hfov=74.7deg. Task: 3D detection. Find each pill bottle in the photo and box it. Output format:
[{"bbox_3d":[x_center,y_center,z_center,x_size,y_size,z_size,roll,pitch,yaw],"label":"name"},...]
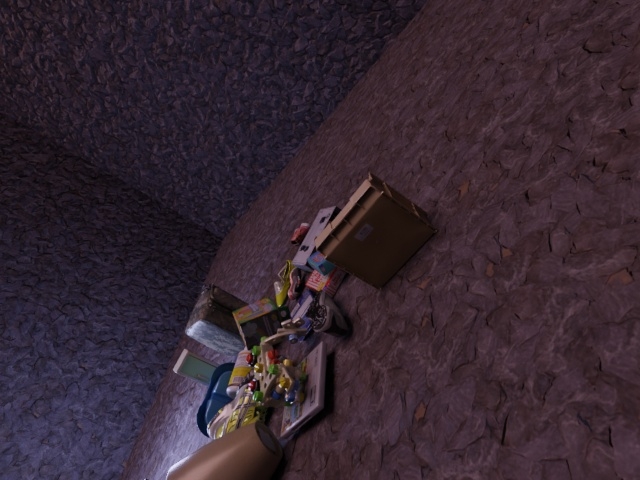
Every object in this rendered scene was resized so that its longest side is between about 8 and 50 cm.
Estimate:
[{"bbox_3d":[-0.286,0.517,1.664,0.117,0.117,0.214,-39,26,41],"label":"pill bottle"}]

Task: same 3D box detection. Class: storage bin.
[{"bbox_3d":[0.155,-0.024,1.240,0.262,0.261,0.123,-50,25,21],"label":"storage bin"}]

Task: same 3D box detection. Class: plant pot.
[{"bbox_3d":[-0.253,0.673,1.224,0.274,0.256,0.256,-41,20,-2],"label":"plant pot"}]

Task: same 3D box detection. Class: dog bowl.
[{"bbox_3d":[-0.389,0.641,1.675,0.074,0.166,0.297,-52,17,51],"label":"dog bowl"}]

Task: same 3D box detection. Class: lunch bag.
[{"bbox_3d":[-0.470,0.373,2.037,0.213,0.305,0.255,-42,26,35],"label":"lunch bag"}]

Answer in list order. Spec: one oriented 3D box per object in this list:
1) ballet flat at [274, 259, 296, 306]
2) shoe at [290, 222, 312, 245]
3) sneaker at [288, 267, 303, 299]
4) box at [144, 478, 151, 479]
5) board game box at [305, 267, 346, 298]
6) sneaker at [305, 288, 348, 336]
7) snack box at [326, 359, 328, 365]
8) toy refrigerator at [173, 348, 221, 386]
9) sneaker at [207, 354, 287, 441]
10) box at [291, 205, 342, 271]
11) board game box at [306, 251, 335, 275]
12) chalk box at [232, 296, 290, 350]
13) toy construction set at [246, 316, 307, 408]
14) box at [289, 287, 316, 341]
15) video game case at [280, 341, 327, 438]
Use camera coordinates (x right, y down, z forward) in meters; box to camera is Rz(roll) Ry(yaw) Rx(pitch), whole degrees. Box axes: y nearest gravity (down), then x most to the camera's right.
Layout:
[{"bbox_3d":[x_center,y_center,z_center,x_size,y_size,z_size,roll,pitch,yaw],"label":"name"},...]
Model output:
[{"bbox_3d":[-0.171,0.192,1.939,0.077,0.077,0.230,-22,40,57],"label":"ballet flat"},{"bbox_3d":[-0.098,-0.028,2.126,0.178,0.064,0.081,-30,35,62],"label":"shoe"},{"bbox_3d":[-0.094,0.183,1.820,0.065,0.061,0.157,-26,45,37],"label":"sneaker"},{"bbox_3d":[-0.383,0.831,1.163,0.073,0.296,0.293,-57,21,-4],"label":"box"},{"bbox_3d":[0.026,0.134,1.609,0.146,0.045,0.194,-59,20,-9],"label":"board game box"},{"bbox_3d":[0.021,0.246,1.382,0.100,0.108,0.271,-59,13,7],"label":"sneaker"},{"bbox_3d":[-0.024,0.453,1.286,0.064,0.022,0.178,-35,29,53],"label":"snack box"},{"bbox_3d":[-0.488,0.577,1.824,0.094,0.270,0.102,-15,46,61],"label":"toy refrigerator"},{"bbox_3d":[-0.224,0.575,1.466,0.147,0.145,0.384,36,90,38],"label":"sneaker"},{"bbox_3d":[0.000,0.000,1.812,0.289,0.087,0.169,-62,20,-14],"label":"box"},{"bbox_3d":[0.061,0.038,1.559,0.210,0.047,0.160,-36,16,-9],"label":"board game box"},{"bbox_3d":[-0.228,0.327,1.711,0.213,0.132,0.132,-20,22,-18],"label":"chalk box"},{"bbox_3d":[-0.135,0.384,1.324,0.215,0.151,0.327,-53,18,27],"label":"toy construction set"},{"bbox_3d":[-0.050,0.283,1.578,0.136,0.037,0.225,-55,20,7],"label":"box"},{"bbox_3d":[-0.048,0.451,1.272,0.206,0.026,0.226,-51,19,31],"label":"video game case"}]
